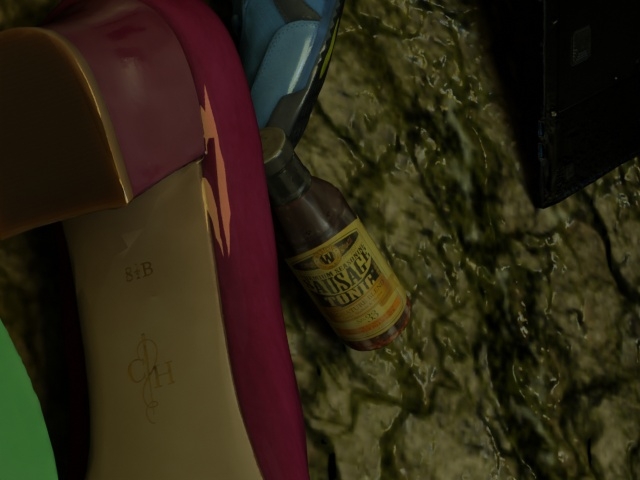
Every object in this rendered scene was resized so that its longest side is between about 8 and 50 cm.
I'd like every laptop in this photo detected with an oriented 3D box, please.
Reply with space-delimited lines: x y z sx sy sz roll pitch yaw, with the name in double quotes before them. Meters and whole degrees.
"laptop" 0.147 -0.189 1.027 0.234 0.137 0.264 -28 125 -42

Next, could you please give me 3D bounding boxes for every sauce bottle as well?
"sauce bottle" 0.000 0.000 0.808 0.128 0.042 0.042 53 49 -38

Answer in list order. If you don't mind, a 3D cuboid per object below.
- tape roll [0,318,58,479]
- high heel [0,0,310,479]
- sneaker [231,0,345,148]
"tape roll" -0.227 0.106 0.548 0.321 0.077 0.321 19 63 -42
"high heel" -0.043 0.074 0.735 0.181 0.127 0.377 -39 122 -68
"sneaker" -0.023 -0.136 0.836 0.082 0.069 0.209 14 78 -2
